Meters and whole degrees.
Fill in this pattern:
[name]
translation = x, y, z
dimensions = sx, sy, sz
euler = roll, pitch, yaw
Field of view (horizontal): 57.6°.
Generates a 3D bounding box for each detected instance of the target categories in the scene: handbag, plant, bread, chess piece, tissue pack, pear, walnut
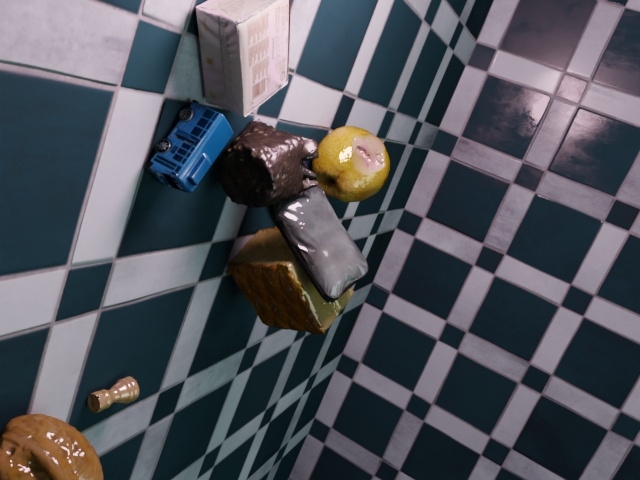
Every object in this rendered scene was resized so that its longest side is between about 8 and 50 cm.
[handbag]
translation = -0.001, -0.003, 1.620
dimensions = 0.192, 0.332, 0.075
euler = -36, -172, -36
[plant]
translation = -0.124, -0.204, 1.507
dimensions = 0.276, 0.199, 0.188
euler = -39, 143, -55
[bread]
translation = -0.088, 0.116, 1.765
dimensions = 0.207, 0.279, 0.279
euler = -47, 119, -35
[chess piece]
translation = -0.521, 0.387, 1.461
dimensions = 0.122, 0.066, 0.066
euler = -6, 121, -61
[tissue pack]
translation = -0.158, -0.414, 1.248
dimensions = 0.185, 0.124, 0.225
euler = -50, 157, -36
[pear]
translation = 0.096, -0.248, 1.939
dimensions = 0.271, 0.271, 0.271
euler = -51, 158, -31
[walnut]
translation = -0.565, 0.481, 1.168
dimensions = 0.224, 0.257, 0.257
euler = -43, 152, -48

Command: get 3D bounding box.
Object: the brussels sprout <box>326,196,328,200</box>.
[brussels sprout]
translation = -0.034, -0.106, 1.980
dimensions = 0.151, 0.122, 0.149
euler = -53, 156, -29

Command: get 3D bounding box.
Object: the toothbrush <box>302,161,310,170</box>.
[toothbrush]
translation = -0.047, -0.239, 1.927
dimensions = 0.026, 0.024, 0.288
euler = -46, 160, -6

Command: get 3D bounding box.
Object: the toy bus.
[toy bus]
translation = -0.278, -0.196, 1.252
dimensions = 0.184, 0.106, 0.090
euler = -59, 163, -13
